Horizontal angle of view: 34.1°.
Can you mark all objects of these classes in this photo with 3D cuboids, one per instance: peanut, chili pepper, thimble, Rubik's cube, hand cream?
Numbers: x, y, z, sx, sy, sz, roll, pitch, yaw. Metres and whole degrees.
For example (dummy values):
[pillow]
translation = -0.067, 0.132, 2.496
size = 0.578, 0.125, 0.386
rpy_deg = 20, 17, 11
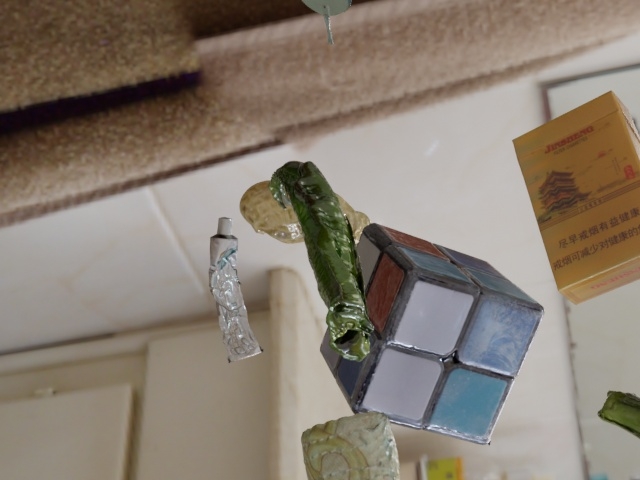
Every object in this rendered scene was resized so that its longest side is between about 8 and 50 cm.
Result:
[peanut]
translation = -0.034, -0.059, 2.510
size = 0.140, 0.325, 0.153
rpy_deg = 140, -34, -80
[chili pepper]
translation = 0.000, 0.000, 1.159
size = 0.359, 0.076, 0.085
rpy_deg = -111, 179, -57
[thimble]
translation = 0.058, 0.362, 1.698
size = 0.137, 0.190, 0.144
rpy_deg = 5, 67, -41
[Rubik's cube]
translation = 0.214, 0.184, 2.107
size = 0.316, 0.318, 0.313
rpy_deg = -128, -123, -67
[hand cream]
translation = -0.160, 0.085, 1.860
size = 0.084, 0.050, 0.257
rpy_deg = -8, 88, -49

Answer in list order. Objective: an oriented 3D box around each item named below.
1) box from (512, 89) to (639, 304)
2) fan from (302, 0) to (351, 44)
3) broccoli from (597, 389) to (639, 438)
[box]
translation = 0.405, -0.065, 1.542
size = 0.076, 0.174, 0.274
rpy_deg = 32, 39, -49
[fan]
translation = 0.007, -0.409, 1.797
size = 0.005, 0.113, 0.175
rpy_deg = -57, 152, -33
[broccoli]
translation = 0.523, 0.275, 1.452
size = 0.164, 0.304, 0.146
rpy_deg = 10, 95, -43
